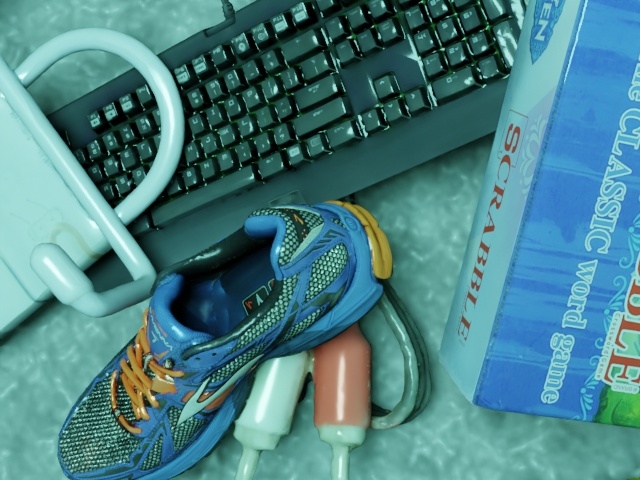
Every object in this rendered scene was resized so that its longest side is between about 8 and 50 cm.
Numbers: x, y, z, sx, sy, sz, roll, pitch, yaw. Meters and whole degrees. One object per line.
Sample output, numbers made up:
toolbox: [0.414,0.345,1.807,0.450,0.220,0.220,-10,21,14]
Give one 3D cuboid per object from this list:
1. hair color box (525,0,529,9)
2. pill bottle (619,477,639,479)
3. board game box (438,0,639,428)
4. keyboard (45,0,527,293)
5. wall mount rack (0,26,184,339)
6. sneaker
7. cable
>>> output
hair color box: [0.122,-0.241,0.554,0.174,0.105,0.347,-31,85,4]
pill bottle: [0.123,0.195,0.531,0.215,0.117,0.117,-10,87,5]
board game box: [0.248,-0.055,0.470,0.318,0.066,0.318,9,105,-12]
keyboard: [-0.049,-0.107,0.549,0.317,0.033,0.201,-22,82,25]
wall mount rack: [-0.262,-0.028,0.544,0.350,0.130,0.304,-39,86,15]
sneaker: [-0.068,0.051,0.515,0.221,0.087,0.083,-45,59,15]
cable: [0.000,0.000,0.570,0.139,0.072,0.287,6,90,16]
